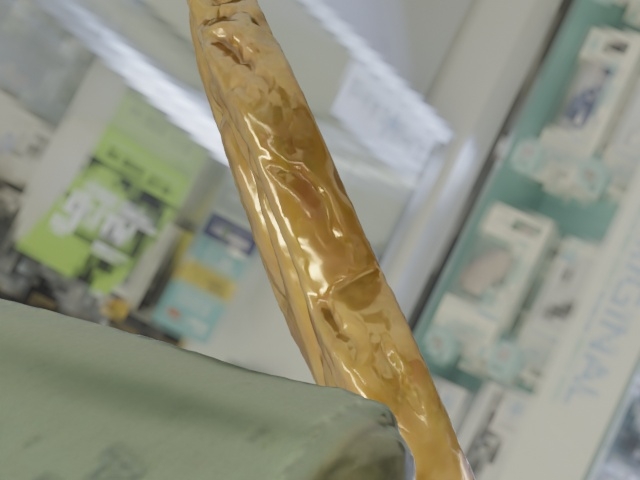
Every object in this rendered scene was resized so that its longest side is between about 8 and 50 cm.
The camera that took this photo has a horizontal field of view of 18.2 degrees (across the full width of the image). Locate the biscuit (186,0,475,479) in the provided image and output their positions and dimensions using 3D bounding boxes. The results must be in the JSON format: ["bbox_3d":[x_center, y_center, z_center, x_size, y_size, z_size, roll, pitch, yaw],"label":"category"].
[{"bbox_3d":[-0.004,0.002,0.948,0.376,0.051,0.269,-114,2,-50],"label":"biscuit"}]

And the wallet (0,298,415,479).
[{"bbox_3d":[-0.174,0.110,0.604,0.360,0.252,0.083,12,142,28],"label":"wallet"}]
